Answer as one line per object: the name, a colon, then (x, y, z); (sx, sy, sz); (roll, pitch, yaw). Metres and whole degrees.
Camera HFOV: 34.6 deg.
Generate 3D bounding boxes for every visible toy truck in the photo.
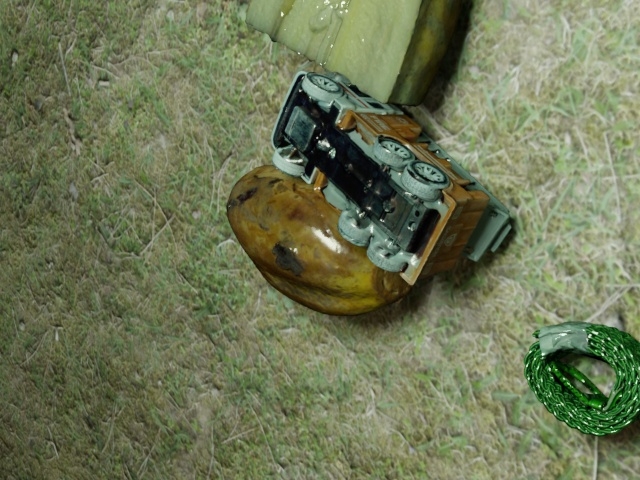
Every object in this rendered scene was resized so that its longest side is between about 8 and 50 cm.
toy truck: (0.078, -0.101, 1.296); (0.338, 0.184, 0.133); (46, 125, 33)

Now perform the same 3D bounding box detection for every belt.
belt: (0.312, 0.153, 1.186); (0.151, 0.079, 0.121); (24, 106, 29)

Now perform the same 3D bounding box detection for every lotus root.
lotus root: (0.000, -0.008, 1.386); (0.291, 0.193, 0.193); (35, 123, 36)
lotus root: (0.069, -0.335, 1.268); (0.267, 0.149, 0.260); (35, 114, 33)
